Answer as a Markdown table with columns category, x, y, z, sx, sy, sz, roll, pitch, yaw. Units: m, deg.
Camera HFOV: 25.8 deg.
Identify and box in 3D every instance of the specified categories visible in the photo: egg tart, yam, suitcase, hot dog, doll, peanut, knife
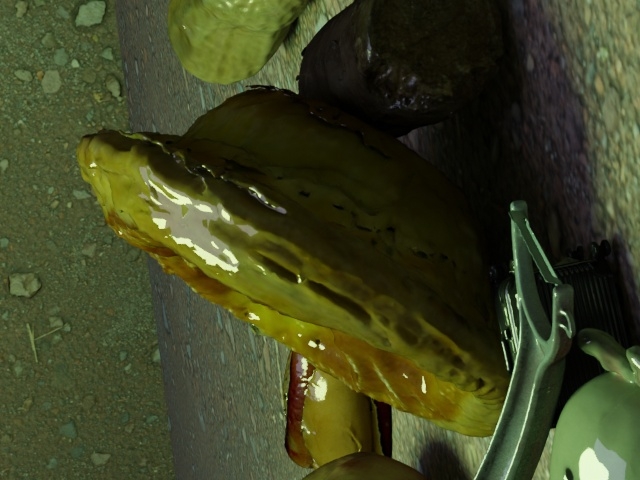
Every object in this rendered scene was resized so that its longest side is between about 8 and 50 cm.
| category | x | y | z | sx | sy | sz | roll | pitch | yaw |
| --- | --- | --- | --- | --- | --- | --- | --- | --- | --- |
| egg tart | 0.000 | 0.000 | 1.195 | 0.178 | 0.443 | 0.443 | -60 | 12 | -8 |
| yam | 0.062 | -0.152 | 1.154 | 0.238 | 0.128 | 0.129 | 164 | 97 | -75 |
| suitcase | 0.173 | 0.070 | 0.992 | 0.059 | 0.086 | 0.126 | 155 | 103 | -76 |
| hot dog | 0.004 | 0.171 | 1.677 | 0.194 | 0.107 | 0.326 | -135 | 36 | -66 |
| doll | 0.209 | 0.181 | 0.920 | 0.155 | 0.113 | 0.275 | 36 | 130 | 56 |
| peanut | -0.095 | -0.294 | 1.627 | 0.291 | 0.143 | 0.159 | 136 | 130 | -67 |
| knife | 0.130 | 0.123 | 0.934 | 0.123 | 0.053 | 0.278 | -98 | 14 | -58 |

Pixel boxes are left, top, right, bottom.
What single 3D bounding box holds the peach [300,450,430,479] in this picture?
| category | x | y | z | sx | sy | sz | roll | pitch | yaw |
| --- | --- | --- | --- | --- | --- | --- | --- | --- | --- |
| peach | 0.042 | 0.363 | 1.435 | 0.292 | 0.247 | 0.292 | -161 | 90 | -81 |
